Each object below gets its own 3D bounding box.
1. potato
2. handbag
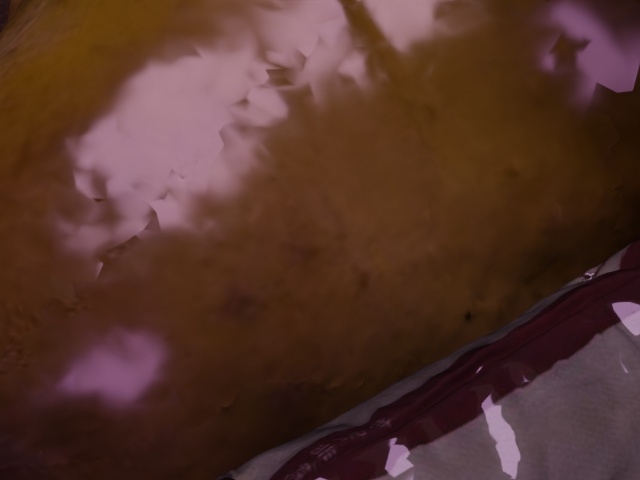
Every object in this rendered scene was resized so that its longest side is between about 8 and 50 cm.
[{"bbox_3d":[0.000,0.000,0.507,0.397,0.290,0.296,-20,14,35],"label":"potato"},{"bbox_3d":[0.059,0.119,0.413,0.235,0.213,0.127,-23,27,-31],"label":"handbag"}]
